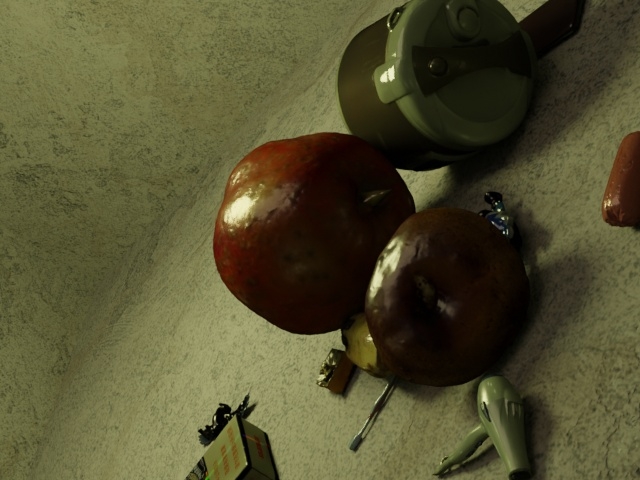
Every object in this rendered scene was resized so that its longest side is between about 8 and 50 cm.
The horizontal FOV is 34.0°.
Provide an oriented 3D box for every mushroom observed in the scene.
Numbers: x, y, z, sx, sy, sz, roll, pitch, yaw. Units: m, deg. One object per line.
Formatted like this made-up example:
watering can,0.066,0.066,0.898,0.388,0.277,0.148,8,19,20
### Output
mushroom,0.207,0.082,1.645,0.267,0.267,0.254,-43,-10,32

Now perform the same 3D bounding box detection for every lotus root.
lotus root,0.100,0.183,1.823,0.258,0.097,0.110,-152,63,-79

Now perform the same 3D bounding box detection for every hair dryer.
hair dryer,0.226,0.303,1.456,0.199,0.067,0.167,-60,23,20

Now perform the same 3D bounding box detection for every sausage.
sausage,0.450,-0.088,1.512,0.062,0.062,0.154,-20,41,58

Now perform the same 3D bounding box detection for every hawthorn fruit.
hawthorn fruit,0.012,-0.029,1.962,0.403,0.403,0.402,-46,22,25

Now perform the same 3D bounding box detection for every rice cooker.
rice cooker,0.228,-0.305,2.006,0.325,0.335,0.335,-17,43,60

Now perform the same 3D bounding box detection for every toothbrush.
toothbrush,0.102,0.279,1.813,0.193,0.013,0.019,-58,11,-3

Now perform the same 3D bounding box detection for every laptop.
laptop,0.446,-0.423,2.092,0.207,0.026,0.153,-33,33,50

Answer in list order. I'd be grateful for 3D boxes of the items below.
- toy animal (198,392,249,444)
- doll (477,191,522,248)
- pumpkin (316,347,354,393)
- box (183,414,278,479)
toy animal,-0.221,0.406,2.311,0.220,0.062,0.108,-43,6,35
doll,0.299,-0.014,1.744,0.195,0.070,0.096,-91,9,-61
pumpkin,0.025,0.246,1.983,0.083,0.054,0.074,-66,17,-12
box,-0.214,0.520,2.064,0.310,0.084,0.198,-52,21,10
